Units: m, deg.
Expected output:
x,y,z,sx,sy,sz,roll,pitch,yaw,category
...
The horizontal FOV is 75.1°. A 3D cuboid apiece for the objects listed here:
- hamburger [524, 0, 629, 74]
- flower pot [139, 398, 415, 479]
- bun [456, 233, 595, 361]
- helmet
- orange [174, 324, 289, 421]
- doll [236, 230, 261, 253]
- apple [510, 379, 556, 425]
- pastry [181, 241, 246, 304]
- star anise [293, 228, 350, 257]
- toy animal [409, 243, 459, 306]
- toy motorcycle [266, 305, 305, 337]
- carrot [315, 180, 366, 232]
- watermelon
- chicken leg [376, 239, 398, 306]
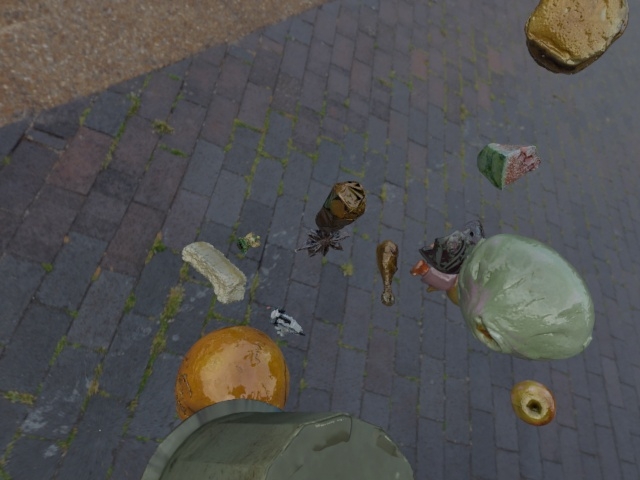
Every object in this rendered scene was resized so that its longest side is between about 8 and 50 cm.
x,y,z,sx,sy,sz,roll,pitch,yaw,category
0.689,-0.583,1.136,0.163,0.244,0.244,-25,80,-51,hamburger
-0.033,0.238,0.348,0.213,0.203,0.212,15,61,-29,flower pot
0.395,0.140,0.877,0.187,0.293,0.293,-22,79,-28,bun
0.365,0.031,1.109,0.153,0.177,0.107,-11,72,-34,helmet
-0.181,0.303,0.890,0.246,0.246,0.246,11,63,-23,orange
-0.331,0.014,1.897,0.113,0.076,0.078,-22,70,-47,doll
0.706,0.536,1.382,0.147,0.146,0.146,11,63,-23,apple
-0.342,0.098,1.355,0.258,0.089,0.122,41,37,23,pastry
0.000,0.000,1.847,0.263,0.230,0.081,-15,57,-10,star anise
0.487,0.143,1.520,0.281,0.195,0.169,34,15,1,toy animal
-0.163,0.372,1.874,0.102,0.150,0.221,-62,141,-22,toy motorcycle
0.032,-0.054,0.757,0.069,0.229,0.068,1,82,-9,carrot
0.485,-0.193,1.049,0.159,0.097,0.121,8,48,9,watermelon
0.253,0.123,1.578,0.087,0.107,0.251,-1,81,14,chicken leg
